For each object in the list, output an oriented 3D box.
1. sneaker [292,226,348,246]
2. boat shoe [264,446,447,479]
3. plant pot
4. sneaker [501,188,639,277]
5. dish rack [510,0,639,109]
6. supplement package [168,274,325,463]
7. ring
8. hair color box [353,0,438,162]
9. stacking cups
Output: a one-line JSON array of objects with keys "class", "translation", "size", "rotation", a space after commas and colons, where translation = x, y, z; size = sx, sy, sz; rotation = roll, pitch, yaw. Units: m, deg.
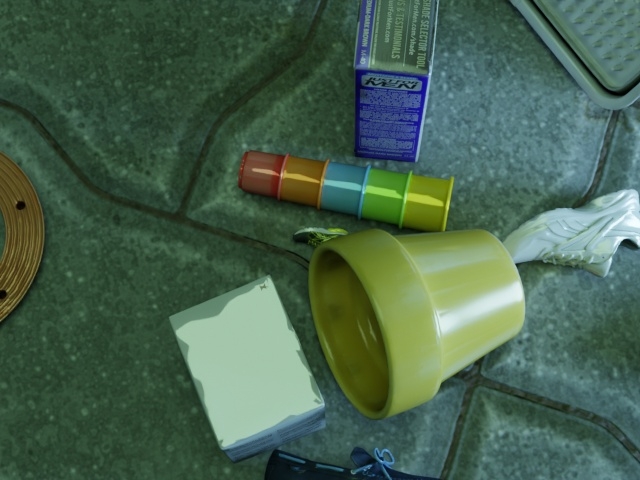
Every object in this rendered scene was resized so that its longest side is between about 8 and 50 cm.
[{"class": "sneaker", "translation": [0.000, 0.000, 1.716], "size": [0.083, 0.031, 0.035], "rotation": [-1, 75, 0]}, {"class": "boat shoe", "translation": [0.050, 0.325, 1.586], "size": [0.258, 0.109, 0.089], "rotation": [3, 71, -1]}, {"class": "plant pot", "translation": [0.141, 0.093, 1.590], "size": [0.239, 0.254, 0.254], "rotation": [-16, 74, -20]}, {"class": "sneaker", "translation": [0.374, 0.006, 1.682], "size": [0.232, 0.090, 0.115], "rotation": [-18, 78, -3]}, {"class": "dish rack", "translation": [0.445, -0.397, 1.735], "size": [0.072, 0.285, 0.333], "rotation": [-18, 69, -49]}, {"class": "supplement package", "translation": [-0.096, 0.182, 1.576], "size": [0.149, 0.203, 0.194], "rotation": [-22, 74, -6]}, {"class": "ring", "translation": [-0.579, 0.003, 1.724], "size": [0.336, 0.032, 0.336], "rotation": [0, 74, 0]}, {"class": "hair color box", "translation": [0.104, -0.253, 1.627], "size": [0.110, 0.339, 0.185], "rotation": [6, 74, 2]}, {"class": "stacking cups", "translation": [0.035, -0.070, 1.710], "size": [0.316, 0.096, 0.096], "rotation": [8, 74, 6]}]
